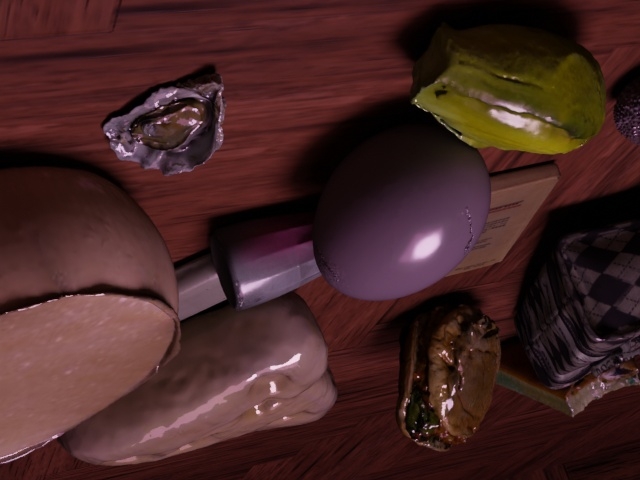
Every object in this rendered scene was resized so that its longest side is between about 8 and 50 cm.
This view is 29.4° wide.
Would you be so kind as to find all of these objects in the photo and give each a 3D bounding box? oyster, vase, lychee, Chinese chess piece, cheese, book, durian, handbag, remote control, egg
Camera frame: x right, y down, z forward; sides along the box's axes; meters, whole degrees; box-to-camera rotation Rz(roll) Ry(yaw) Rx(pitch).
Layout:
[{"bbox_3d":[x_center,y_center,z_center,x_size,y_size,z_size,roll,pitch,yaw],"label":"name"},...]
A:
[{"bbox_3d":[-0.124,-0.097,0.984,0.100,0.037,0.098,2,139,2],"label":"oyster"},{"bbox_3d":[0.000,0.000,1.248,0.214,0.086,0.086,-18,159,-14],"label":"vase"},{"bbox_3d":[0.327,-0.130,1.207,0.067,0.068,0.083,-27,-177,-36],"label":"lychee"},{"bbox_3d":[-0.287,0.078,1.060,0.338,0.141,0.338,-22,157,-10],"label":"Chinese chess piece"},{"bbox_3d":[-0.148,0.188,1.471,0.328,0.130,0.351,-21,164,-4],"label":"cheese"},{"bbox_3d":[0.170,-0.013,1.421,0.161,0.026,0.231,-13,158,-16],"label":"book"},{"bbox_3d":[0.174,-0.128,1.058,0.139,0.101,0.250,8,180,42],"label":"durian"},{"bbox_3d":[0.443,0.062,1.643,0.316,0.180,0.416,-20,165,-4],"label":"handbag"},{"bbox_3d":[-0.216,0.087,1.332,0.309,0.038,0.090,-25,157,14],"label":"remote control"},{"bbox_3d":[0.072,-0.024,1.144,0.146,0.146,0.199,2,144,-42],"label":"egg"}]

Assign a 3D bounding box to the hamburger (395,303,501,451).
[{"bbox_3d":[0.169,0.187,1.700,0.129,0.206,0.183,12,176,33],"label":"hamburger"}]

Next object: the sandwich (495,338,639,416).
[{"bbox_3d":[0.369,0.202,1.902,0.245,0.063,0.212,-22,-161,15],"label":"sandwich"}]
